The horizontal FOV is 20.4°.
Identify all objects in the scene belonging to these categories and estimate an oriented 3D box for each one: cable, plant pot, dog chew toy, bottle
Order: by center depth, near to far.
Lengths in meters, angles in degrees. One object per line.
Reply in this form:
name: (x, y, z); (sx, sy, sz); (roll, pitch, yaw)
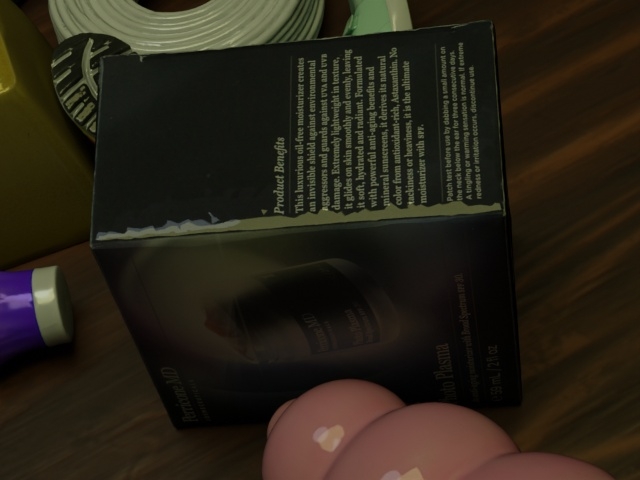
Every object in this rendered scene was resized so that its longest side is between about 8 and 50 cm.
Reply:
dog chew toy: (0.088, 0.212, 1.277); (0.332, 0.206, 0.206); (32, 67, 34)
bottle: (-0.351, 0.078, 1.487); (0.283, 0.092, 0.118); (-11, 62, 1)
plant pot: (-0.322, -0.106, 1.545); (0.212, 0.187, 0.212); (-20, 56, -5)
cable: (-0.123, -0.231, 1.653); (0.257, 0.089, 0.257); (27, 65, 23)

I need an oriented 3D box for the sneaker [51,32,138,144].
sneaker: (-0.164, -0.090, 1.551); (0.081, 0.094, 0.208); (-35, 77, -16)

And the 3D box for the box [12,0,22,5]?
box: (-0.384, -0.296, 1.753); (0.233, 0.059, 0.183); (32, 66, 26)

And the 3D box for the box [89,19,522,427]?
box: (0.000, 0.000, 1.364); (0.294, 0.296, 0.182); (-4, 57, 7)

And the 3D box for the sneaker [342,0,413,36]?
sneaker: (0.008, -0.148, 1.572); (0.151, 0.094, 0.256); (-6, 59, -2)
